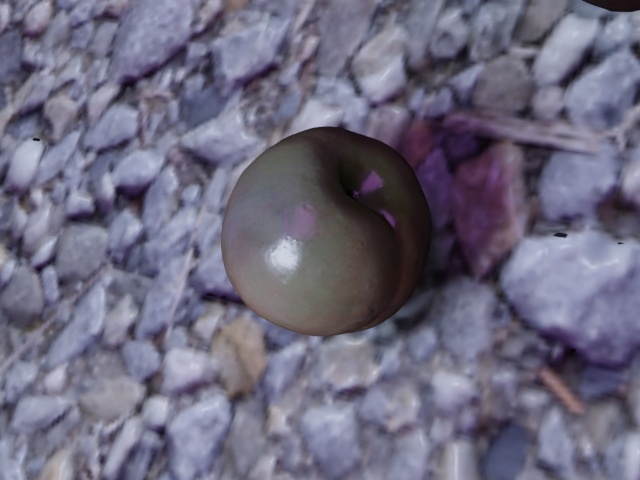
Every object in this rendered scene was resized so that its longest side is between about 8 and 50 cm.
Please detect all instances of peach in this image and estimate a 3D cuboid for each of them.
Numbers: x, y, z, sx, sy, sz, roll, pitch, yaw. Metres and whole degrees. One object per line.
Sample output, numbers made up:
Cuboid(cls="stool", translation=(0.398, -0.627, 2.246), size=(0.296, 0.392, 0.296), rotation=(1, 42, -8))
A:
Cuboid(cls="peach", translation=(0.001, -0.002, 0.456), size=(0.083, 0.083, 0.083), rotation=(-11, 65, 24))

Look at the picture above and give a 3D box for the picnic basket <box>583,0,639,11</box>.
Cuboid(cls="picnic basket", translation=(0.130, -0.225, 0.448), size=(0.297, 0.129, 0.222), rotation=(-46, 54, 3))
